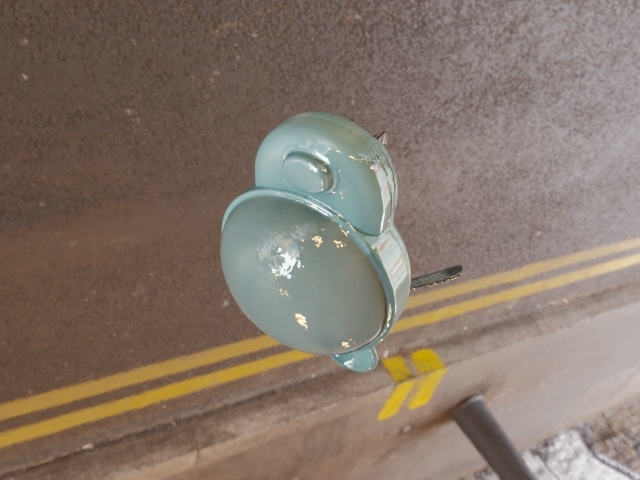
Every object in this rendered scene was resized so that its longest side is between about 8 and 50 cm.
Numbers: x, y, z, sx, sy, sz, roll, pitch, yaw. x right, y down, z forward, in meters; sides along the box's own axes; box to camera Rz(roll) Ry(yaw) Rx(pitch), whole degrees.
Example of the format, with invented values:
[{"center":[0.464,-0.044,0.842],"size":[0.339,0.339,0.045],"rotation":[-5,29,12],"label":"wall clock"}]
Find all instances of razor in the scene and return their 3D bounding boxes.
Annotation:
[{"center":[0.145,0.075,1.069],"size":[0.190,0.033,0.066],"rotation":[-19,144,-9],"label":"razor"}]

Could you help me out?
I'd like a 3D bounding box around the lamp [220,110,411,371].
[{"center":[-0.006,0.006,0.666],"size":[0.147,0.210,0.283],"rotation":[-35,145,-58],"label":"lamp"}]
